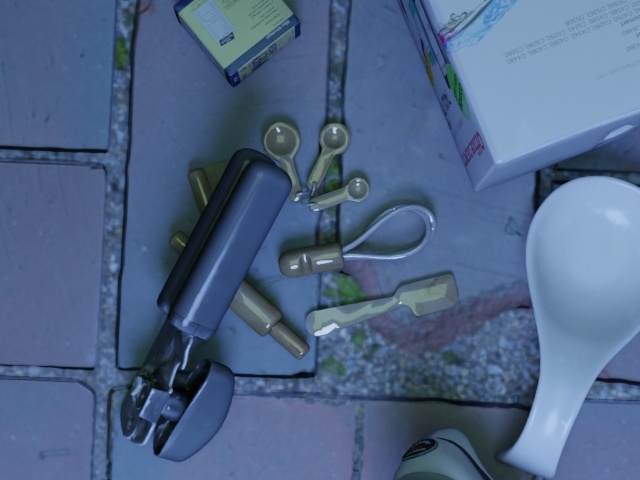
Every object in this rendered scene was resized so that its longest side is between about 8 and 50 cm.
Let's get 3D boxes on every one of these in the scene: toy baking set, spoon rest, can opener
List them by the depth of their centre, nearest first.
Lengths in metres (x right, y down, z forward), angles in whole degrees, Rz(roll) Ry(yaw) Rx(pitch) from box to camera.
[{"bbox_3d":[-0.092,0.062,1.382,0.095,0.076,0.283,25,99,-26],"label":"can opener"},{"bbox_3d":[0.230,0.076,1.389,0.137,0.084,0.276,18,86,1],"label":"spoon rest"},{"bbox_3d":[-0.006,0.004,1.422,0.197,0.030,0.256,-44,86,-3],"label":"toy baking set"}]

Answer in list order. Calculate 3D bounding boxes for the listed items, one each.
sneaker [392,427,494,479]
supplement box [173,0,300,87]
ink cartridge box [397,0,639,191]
[{"bbox_3d":[0.161,0.308,1.355,0.122,0.146,0.330,-15,110,25],"label":"sneaker"},{"bbox_3d":[-0.075,-0.201,1.427,0.083,0.056,0.083,-39,86,-3],"label":"supplement box"},{"bbox_3d":[0.182,-0.208,1.357,0.197,0.198,0.270,-22,85,-2],"label":"ink cartridge box"}]
